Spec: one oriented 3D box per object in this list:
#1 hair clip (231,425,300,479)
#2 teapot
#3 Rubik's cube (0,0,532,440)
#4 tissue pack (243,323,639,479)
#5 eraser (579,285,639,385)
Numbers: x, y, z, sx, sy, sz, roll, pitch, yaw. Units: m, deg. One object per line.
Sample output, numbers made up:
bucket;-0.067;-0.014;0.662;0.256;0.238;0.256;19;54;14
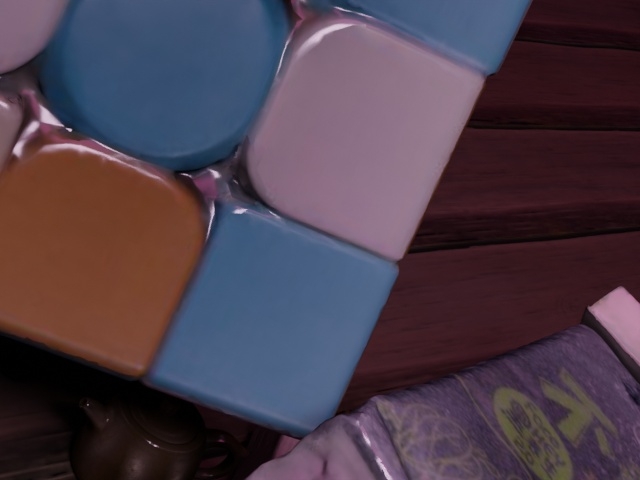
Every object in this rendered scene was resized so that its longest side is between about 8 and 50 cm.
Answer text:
hair clip;-0.021;0.194;0.940;0.101;0.085;0.331;46;27;-8
teapot;-0.098;0.121;0.982;0.121;0.068;0.076;18;33;-29
Rubik's cube;-0.122;-0.132;0.952;0.346;0.344;0.347;24;4;-21
tissue pack;0.136;0.211;0.944;0.288;0.124;0.394;60;26;10
eraser;0.242;0.144;1.190;0.038;0.230;0.157;-34;67;-17
